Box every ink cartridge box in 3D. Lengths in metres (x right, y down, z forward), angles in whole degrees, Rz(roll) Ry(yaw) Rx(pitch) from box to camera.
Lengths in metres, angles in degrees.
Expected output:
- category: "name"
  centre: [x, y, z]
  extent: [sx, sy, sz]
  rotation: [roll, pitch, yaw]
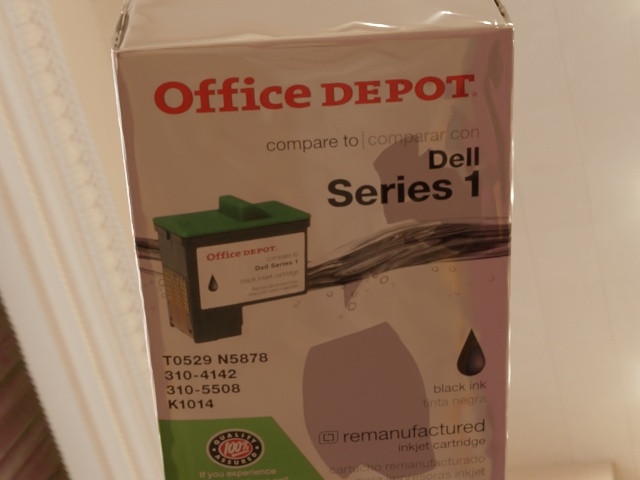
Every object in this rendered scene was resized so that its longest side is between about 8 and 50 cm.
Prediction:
- category: "ink cartridge box"
  centre: [0.000, 0.000, 0.549]
  extent: [0.160, 0.093, 0.220]
  rotation: [-4, -64, -1]
